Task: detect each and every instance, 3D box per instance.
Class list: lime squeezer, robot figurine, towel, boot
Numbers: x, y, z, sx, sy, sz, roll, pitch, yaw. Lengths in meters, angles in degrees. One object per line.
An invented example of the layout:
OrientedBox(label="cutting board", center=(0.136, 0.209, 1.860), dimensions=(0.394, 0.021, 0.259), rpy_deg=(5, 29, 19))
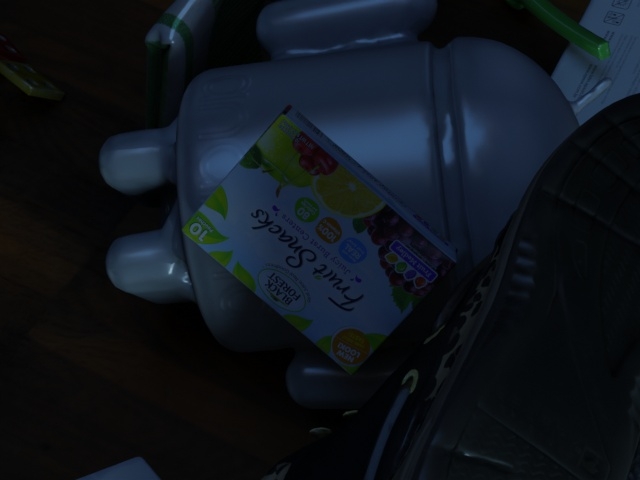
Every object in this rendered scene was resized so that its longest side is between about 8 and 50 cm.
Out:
OrientedBox(label="lime squeezer", center=(0.176, -0.229, 1.335), dimensions=(0.110, 0.059, 0.310), rpy_deg=(5, 41, 4))
OrientedBox(label="robot figurine", center=(0.031, -0.030, 1.131), dimensions=(0.353, 0.200, 0.300), rpy_deg=(-7, 85, 7))
OrientedBox(label="towel", center=(-0.012, -0.203, 1.255), dimensions=(0.038, 0.248, 0.325), rpy_deg=(42, 71, 11))
OrientedBox(label="boot", center=(0.093, 0.096, 0.971), dimensions=(0.138, 0.284, 0.377), rpy_deg=(37, 54, -7))

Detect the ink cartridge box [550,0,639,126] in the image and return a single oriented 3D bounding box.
OrientedBox(label="ink cartridge box", center=(0.299, -0.131, 1.239), dimensions=(0.224, 0.045, 0.223), rpy_deg=(14, 55, 26))

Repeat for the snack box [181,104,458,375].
OrientedBox(label="snack box", center=(0.000, 0.000, 1.018), dimensions=(0.141, 0.037, 0.100), rpy_deg=(40, 107, -5))

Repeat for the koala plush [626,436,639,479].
OrientedBox(label="koala plush", center=(0.217, 0.243, 0.892), dimensions=(0.221, 0.196, 0.203), rpy_deg=(33, 22, 5))

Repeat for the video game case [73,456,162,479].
OrientedBox(label="video game case", center=(-0.135, 0.236, 1.025), dimensions=(0.193, 0.023, 0.212), rpy_deg=(-17, 46, -37))

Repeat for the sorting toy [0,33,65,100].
OrientedBox(label="sorting toy", center=(-0.318, -0.187, 1.305), dimensions=(0.046, 0.274, 0.132), rpy_deg=(-57, 44, 14))
